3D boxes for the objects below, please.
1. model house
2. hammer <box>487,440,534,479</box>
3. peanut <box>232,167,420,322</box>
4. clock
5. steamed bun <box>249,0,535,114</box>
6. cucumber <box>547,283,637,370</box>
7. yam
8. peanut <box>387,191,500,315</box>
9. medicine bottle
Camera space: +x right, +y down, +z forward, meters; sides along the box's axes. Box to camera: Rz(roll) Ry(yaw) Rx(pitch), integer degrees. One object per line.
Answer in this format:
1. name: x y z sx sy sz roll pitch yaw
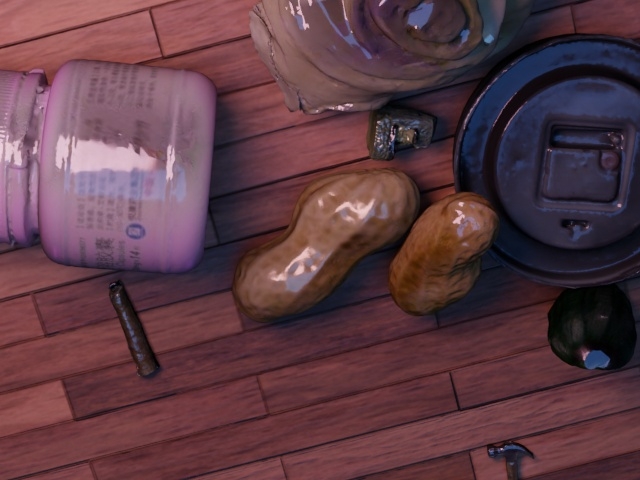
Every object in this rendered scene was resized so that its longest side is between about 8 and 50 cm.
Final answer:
1. model house: 0.102 -0.132 1.640 0.083 0.078 0.066 5 110 -6
2. hammer: 0.271 0.358 1.843 0.062 0.017 0.182 -10 110 0
3. peanut: 0.000 0.000 1.660 0.274 0.111 0.125 -40 101 9
4. clock: 0.323 -0.101 1.668 0.325 0.067 0.325 -1 108 -3
5. steamed bun: 0.086 -0.296 1.502 0.347 0.237 0.394 25 105 -11
6. cucumber: 0.341 0.103 1.651 0.115 0.244 0.063 6 104 7
7. yam: -0.247 0.115 1.727 0.033 0.027 0.129 -21 107 2
8. peanut: 0.154 0.016 1.645 0.108 0.095 0.226 15 143 -8
9. medicine bottle: -0.277 -0.090 1.546 0.302 0.241 0.241 5 108 -5
